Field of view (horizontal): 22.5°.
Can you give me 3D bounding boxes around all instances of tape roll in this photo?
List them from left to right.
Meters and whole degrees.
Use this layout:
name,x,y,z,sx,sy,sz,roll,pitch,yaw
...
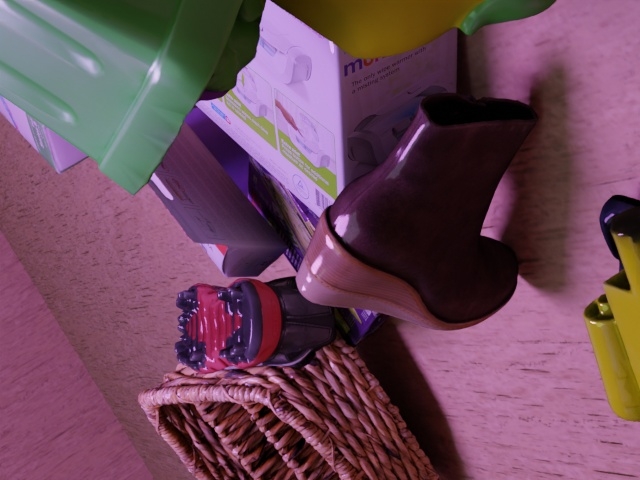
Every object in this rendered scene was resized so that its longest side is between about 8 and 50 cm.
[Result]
name,x,y,z,sx,sy,sz,roll,pitch,yaw
tape roll,-0.142,-0.112,1.846,0.189,0.080,0.189,48,158,26

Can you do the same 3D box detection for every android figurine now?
name,x,y,z,sx,sy,sz,roll,pitch,yaw
android figurine,0.274,0.108,1.070,0.248,0.056,0.273,24,139,58

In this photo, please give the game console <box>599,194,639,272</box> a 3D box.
name,x,y,z,sx,sy,sz,roll,pitch,yaw
game console,0.304,0.037,1.033,0.361,0.044,0.213,27,143,56

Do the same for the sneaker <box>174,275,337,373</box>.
name,x,y,z,sx,sy,sz,roll,pitch,yaw
sneaker,-0.068,0.089,1.688,0.276,0.135,0.098,168,101,-66

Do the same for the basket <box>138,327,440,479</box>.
name,x,y,z,sx,sy,sz,roll,pitch,yaw
basket,-0.021,0.244,1.815,0.299,0.223,0.213,58,169,-28

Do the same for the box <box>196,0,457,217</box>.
name,x,y,z,sx,sy,sz,roll,pitch,yaw
box,-0.016,-0.173,1.327,0.262,0.126,0.231,42,150,38

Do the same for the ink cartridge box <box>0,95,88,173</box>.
name,x,y,z,sx,sy,sz,roll,pitch,yaw
ink cartridge box,-0.330,-0.205,2.047,0.212,0.154,0.093,42,157,38

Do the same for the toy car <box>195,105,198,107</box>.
name,x,y,z,sx,sy,sz,roll,pitch,yaw
toy car,-0.152,-0.212,1.576,0.210,0.219,0.238,47,-179,27

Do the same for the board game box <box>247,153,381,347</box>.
name,x,y,z,sx,sy,sz,roll,pitch,yaw
board game box,0.000,0.000,1.622,0.208,0.056,0.347,51,173,5

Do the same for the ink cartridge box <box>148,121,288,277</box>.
name,x,y,z,sx,sy,sz,roll,pitch,yaw
ink cartridge box,-0.147,-0.048,1.617,0.189,0.066,0.232,51,-161,15

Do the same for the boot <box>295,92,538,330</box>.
name,x,y,z,sx,sy,sz,roll,pitch,yaw
boot,0.116,-0.023,1.280,0.207,0.248,0.090,-52,54,33

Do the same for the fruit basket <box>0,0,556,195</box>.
name,x,y,z,sx,sy,sz,roll,pitch,yaw
fruit basket,-0.029,-0.218,1.088,0.392,0.392,0.283,56,156,3
